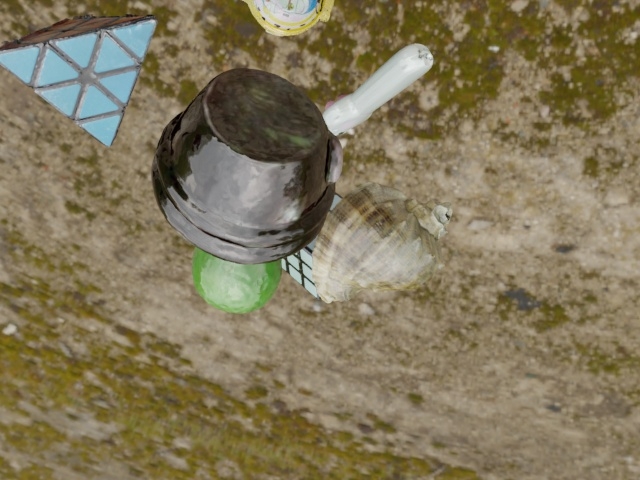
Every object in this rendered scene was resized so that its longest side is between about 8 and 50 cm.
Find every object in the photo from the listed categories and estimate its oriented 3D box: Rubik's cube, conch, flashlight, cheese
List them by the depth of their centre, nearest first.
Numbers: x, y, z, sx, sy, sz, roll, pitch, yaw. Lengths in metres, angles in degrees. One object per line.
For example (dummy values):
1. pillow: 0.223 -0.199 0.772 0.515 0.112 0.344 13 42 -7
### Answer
1. Rubik's cube: -0.325 -0.228 1.041 0.211 0.190 0.178 -13 120 -10
2. flashlight: 0.078 -0.218 1.047 0.200 0.093 0.047 -33 83 43
3. cheese: -0.094 -0.459 1.312 0.250 0.064 0.156 14 102 -14
4. conch: 0.126 0.015 1.318 0.159 0.291 0.210 36 162 46
5. Rubik's cube: 0.000 0.000 1.590 0.163 0.160 0.162 39 152 32

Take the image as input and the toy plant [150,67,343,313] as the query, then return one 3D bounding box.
1. toy plant: -0.082 -0.050 0.726 0.175 0.218 0.235 3 143 -19
